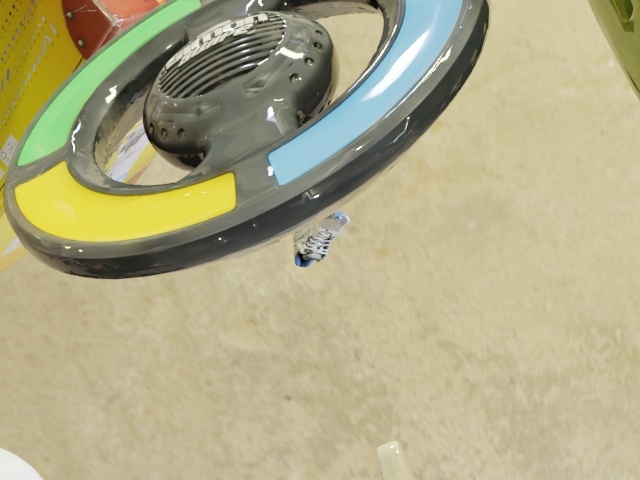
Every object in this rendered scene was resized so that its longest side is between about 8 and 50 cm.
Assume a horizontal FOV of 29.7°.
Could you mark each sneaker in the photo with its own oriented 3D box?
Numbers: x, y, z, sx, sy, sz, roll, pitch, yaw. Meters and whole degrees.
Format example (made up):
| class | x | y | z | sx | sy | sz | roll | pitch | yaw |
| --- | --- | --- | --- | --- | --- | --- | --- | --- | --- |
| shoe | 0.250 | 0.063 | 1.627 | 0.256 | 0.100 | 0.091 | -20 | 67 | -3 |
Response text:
| class | x | y | z | sx | sy | sz | roll | pitch | yaw |
| --- | --- | --- | --- | --- | --- | --- | --- | --- | --- |
| sneaker | 0.000 | 0.000 | 1.646 | 0.052 | 0.135 | 0.058 | 18 | 62 | -14 |

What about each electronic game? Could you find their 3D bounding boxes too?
| class | x | y | z | sx | sy | sz | roll | pitch | yaw |
| --- | --- | --- | --- | --- | --- | --- | --- | --- | --- |
| electronic game | -0.036 | -0.067 | 0.525 | 0.229 | 0.048 | 0.229 | -20 | 34 | 15 |

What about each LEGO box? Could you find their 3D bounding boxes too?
| class | x | y | z | sx | sy | sz | roll | pitch | yaw |
| --- | --- | --- | --- | --- | --- | --- | --- | --- | --- |
| LEGO box | -0.268 | -0.194 | 1.304 | 0.193 | 0.500 | 0.372 | 47 | 41 | 2 |

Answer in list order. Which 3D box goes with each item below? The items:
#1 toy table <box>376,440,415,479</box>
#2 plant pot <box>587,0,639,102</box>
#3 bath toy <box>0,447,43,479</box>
| class | x | y | z | sx | sy | sz | roll | pitch | yaw |
| --- | --- | --- | --- | --- | --- | --- | --- | --- | --- |
| toy table | 0.119 | 0.365 | 1.308 | 0.252 | 0.161 | 0.274 | -9 | 107 | 6 |
| plant pot | 0.253 | -0.107 | 0.480 | 0.227 | 0.207 | 0.228 | -27 | 72 | 4 |
| bath toy | -0.234 | 0.238 | 0.561 | 0.151 | 0.129 | 0.348 | -8 | 25 | 23 |
